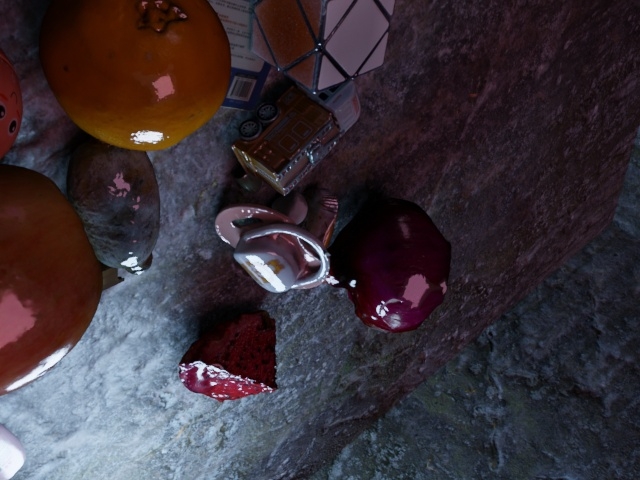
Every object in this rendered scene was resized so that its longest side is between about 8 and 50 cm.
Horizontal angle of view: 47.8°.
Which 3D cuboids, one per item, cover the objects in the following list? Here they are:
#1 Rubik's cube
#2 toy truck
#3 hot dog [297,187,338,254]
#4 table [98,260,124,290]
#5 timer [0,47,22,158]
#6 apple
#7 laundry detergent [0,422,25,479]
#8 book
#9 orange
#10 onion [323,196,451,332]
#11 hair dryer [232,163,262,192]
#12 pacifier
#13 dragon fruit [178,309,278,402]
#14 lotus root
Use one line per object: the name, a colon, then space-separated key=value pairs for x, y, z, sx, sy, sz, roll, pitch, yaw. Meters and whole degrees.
Rubik's cube: x=0.004 y=-0.443 z=1.416 sx=0.205 sy=0.205 sz=0.207 roll=-30 pitch=143 yaw=-33
toy truck: x=-0.039 y=-0.255 z=1.626 sx=0.305 sy=0.162 sz=0.136 roll=-47 pitch=154 yaw=-11
hot dog: x=-0.032 y=-0.012 z=1.925 sx=0.075 sy=0.144 sz=0.268 roll=14 pitch=109 yaw=-46
table: x=-0.477 y=0.060 z=1.555 sx=0.082 sy=0.083 sz=0.070 roll=-28 pitch=145 yaw=-38
timer: x=-0.557 y=-0.205 z=1.055 sx=0.229 sy=0.215 sz=0.229 roll=-17 pitch=162 yaw=-6
apple: x=-0.548 y=0.057 z=1.202 sx=0.346 sy=0.391 sz=0.391 roll=-33 pitch=144 yaw=-13
laundry detergent: x=-0.786 y=0.440 z=1.583 sx=0.159 sy=0.088 sz=0.335 roll=-37 pitch=144 yaw=-16
book: x=-0.166 y=-0.466 z=1.414 sx=0.300 sy=0.039 sz=0.428 roll=-1 pitch=124 yaw=-49
orange: x=-0.302 y=-0.301 z=1.201 sx=0.312 sy=0.312 sz=0.312 roll=-29 pitch=142 yaw=-26
onion: x=0.135 y=0.059 z=2.033 sx=0.420 sy=0.398 sz=0.398 roll=9 pitch=121 yaw=-17
hair dryer: x=-0.141 y=-0.187 z=1.722 sx=0.150 sy=0.047 sz=0.071 roll=-51 pitch=146 yaw=-7
pacifier: x=-0.111 y=0.002 z=1.781 sx=0.220 sy=0.273 sz=0.332 roll=-33 pitch=128 yaw=7
dragon fruit: x=-0.238 y=0.318 z=1.943 sx=0.330 sy=0.240 sz=0.302 roll=30 pitch=81 yaw=-63
lotus root: x=-0.401 y=-0.063 z=1.428 sx=0.175 sy=0.175 sz=0.349 roll=-26 pitch=132 yaw=-30
